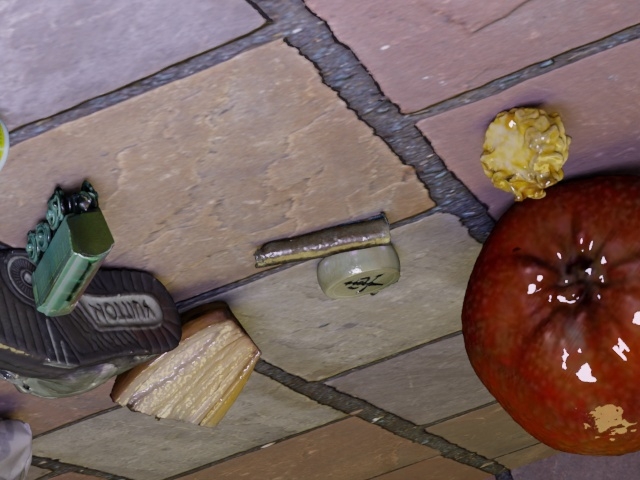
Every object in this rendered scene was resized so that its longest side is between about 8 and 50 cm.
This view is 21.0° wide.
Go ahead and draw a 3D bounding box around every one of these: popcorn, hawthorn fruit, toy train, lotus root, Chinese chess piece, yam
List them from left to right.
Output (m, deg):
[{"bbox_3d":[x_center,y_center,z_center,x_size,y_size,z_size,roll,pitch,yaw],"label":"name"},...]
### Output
[{"bbox_3d":[-0.197,0.005,1.349,0.038,0.071,0.148,-10,162,-25],"label":"toy train"},{"bbox_3d":[-0.131,0.115,1.709,0.135,0.095,0.159,-42,148,6],"label":"lotus root"},{"bbox_3d":[0.000,0.000,1.598,0.129,0.033,0.027,-10,-171,-7],"label":"yam"},{"bbox_3d":[0.038,0.030,1.704,0.084,0.034,0.084,-15,161,-5],"label":"Chinese chess piece"},{"bbox_3d":[0.173,-0.073,1.442,0.057,0.083,0.082,2,129,-43],"label":"popcorn"},{"bbox_3d":[0.276,0.069,1.680,0.275,0.275,0.299,-21,177,14],"label":"hawthorn fruit"}]

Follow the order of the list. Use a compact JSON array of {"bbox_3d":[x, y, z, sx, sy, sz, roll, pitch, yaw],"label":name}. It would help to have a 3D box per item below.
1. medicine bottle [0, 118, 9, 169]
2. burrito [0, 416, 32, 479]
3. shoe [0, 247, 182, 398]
[{"bbox_3d":[-0.247,-0.066,1.128,0.047,0.047,0.083,-27,160,30],"label":"medicine bottle"},{"bbox_3d":[-0.466,0.227,1.731,0.139,0.101,0.445,-10,170,39],"label":"burrito"},{"bbox_3d":[-0.254,0.089,1.485,0.149,0.109,0.293,-30,161,27],"label":"shoe"}]
